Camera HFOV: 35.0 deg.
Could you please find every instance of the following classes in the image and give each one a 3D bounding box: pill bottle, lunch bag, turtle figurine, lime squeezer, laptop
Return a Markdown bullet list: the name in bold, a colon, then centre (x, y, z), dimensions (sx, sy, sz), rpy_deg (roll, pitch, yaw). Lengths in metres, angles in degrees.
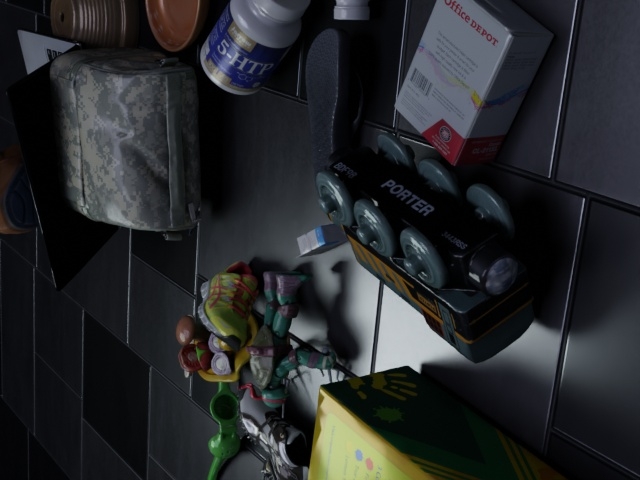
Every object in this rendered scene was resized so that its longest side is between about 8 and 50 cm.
- **pill bottle**: centre (0.043, -0.350, 1.334), dimensions (0.065, 0.065, 0.116), rpy_deg (18, 111, 52)
- **lunch bag**: centre (-0.311, -0.170, 1.739), dimensions (0.256, 0.212, 0.305), rpy_deg (21, 116, 48)
- **pill bottle**: centre (-0.093, -0.310, 1.491), dimensions (0.187, 0.112, 0.112), rpy_deg (-47, 59, 48)
- **turtle figurine**: centre (-0.052, 0.165, 1.534), dimensions (0.175, 0.118, 0.234), rpy_deg (3, 94, 54)
- **lime squeezer**: centre (-0.168, 0.310, 1.786), dimensions (0.110, 0.058, 0.311), rpy_deg (-102, 15, -73)
- **laptop**: centre (-0.534, -0.169, 1.926), dimensions (0.408, 0.236, 0.382), rpy_deg (22, 127, 45)

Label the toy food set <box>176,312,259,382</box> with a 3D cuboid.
- **toy food set**: centre (-0.196, 0.174, 1.730), dimensions (0.217, 0.071, 0.128), rpy_deg (-9, 71, 48)

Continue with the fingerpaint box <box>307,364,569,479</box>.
- **fingerpaint box**: centre (0.138, 0.441, 1.271), dimensions (0.371, 0.163, 0.445), rpy_deg (32, 122, 49)

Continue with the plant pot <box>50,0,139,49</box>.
- **plant pot**: centre (-0.451, -0.434, 1.974), dimensions (0.237, 0.109, 0.237), rpy_deg (15, 109, 51)

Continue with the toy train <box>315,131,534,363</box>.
- **toy train**: centre (0.119, 0.003, 1.217), dimensions (0.334, 0.142, 0.190), rpy_deg (37, 154, 48)

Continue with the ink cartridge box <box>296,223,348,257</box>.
- **ink cartridge box**: centre (0.000, 0.000, 1.476), dimensions (0.083, 0.048, 0.028), rpy_deg (-27, 75, 53)

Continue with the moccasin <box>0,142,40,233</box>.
- **moccasin**: centre (-0.611, -0.105, 1.954), dimensions (0.380, 0.146, 0.139), rpy_deg (-118, 18, -61)

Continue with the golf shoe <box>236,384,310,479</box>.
- **golf shoe**: centre (-0.064, 0.307, 1.622), dimensions (0.094, 0.077, 0.198), rpy_deg (-42, 64, 31)

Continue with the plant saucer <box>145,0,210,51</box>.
- **plant saucer**: centre (-0.242, -0.425, 1.744), dimensions (0.200, 0.037, 0.200), rpy_deg (17, 111, 53)

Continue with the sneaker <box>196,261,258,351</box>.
- **sneaker**: centre (-0.139, 0.095, 1.616), dimensions (0.094, 0.081, 0.208), rpy_deg (-42, 27, 11)

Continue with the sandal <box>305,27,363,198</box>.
- **sandal**: centre (0.024, -0.175, 1.418), dimensions (0.097, 0.054, 0.255), rpy_deg (41, 138, 52)

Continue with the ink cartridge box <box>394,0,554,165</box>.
- **ink cartridge box**: centre (0.174, -0.194, 1.173), dimensions (0.127, 0.072, 0.175), rpy_deg (52, 135, 36)
